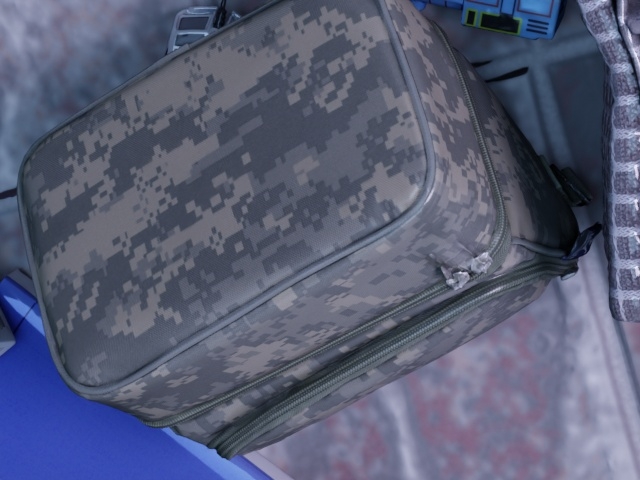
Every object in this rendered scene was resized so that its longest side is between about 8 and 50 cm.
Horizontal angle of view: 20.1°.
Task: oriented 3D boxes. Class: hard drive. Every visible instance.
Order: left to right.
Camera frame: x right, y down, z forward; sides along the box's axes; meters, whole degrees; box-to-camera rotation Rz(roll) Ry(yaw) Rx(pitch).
[{"bbox_3d":[-0.159,0.200,1.348,0.318,0.040,0.210,37,107,2],"label":"hard drive"}]

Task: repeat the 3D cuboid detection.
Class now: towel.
[{"bbox_3d":[0.214,-0.089,1.073,0.121,0.283,0.235,1,102,13],"label":"towel"}]

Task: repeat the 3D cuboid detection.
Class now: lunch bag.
[{"bbox_3d":[0.000,0.000,1.168,0.305,0.256,0.213,-30,59,18],"label":"lunch bag"}]

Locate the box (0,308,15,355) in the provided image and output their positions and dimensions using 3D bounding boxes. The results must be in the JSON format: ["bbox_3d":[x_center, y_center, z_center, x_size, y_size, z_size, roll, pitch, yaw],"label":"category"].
[{"bbox_3d":[-0.340,0.085,1.297,0.203,0.114,0.103,-37,73,25],"label":"box"}]

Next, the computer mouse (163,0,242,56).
[{"bbox_3d":[-0.077,-0.126,1.255,0.106,0.042,0.193,19,101,2],"label":"computer mouse"}]

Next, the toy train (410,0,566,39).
[{"bbox_3d":[0.086,-0.197,1.183,0.184,0.080,0.105,13,111,9],"label":"toy train"}]
